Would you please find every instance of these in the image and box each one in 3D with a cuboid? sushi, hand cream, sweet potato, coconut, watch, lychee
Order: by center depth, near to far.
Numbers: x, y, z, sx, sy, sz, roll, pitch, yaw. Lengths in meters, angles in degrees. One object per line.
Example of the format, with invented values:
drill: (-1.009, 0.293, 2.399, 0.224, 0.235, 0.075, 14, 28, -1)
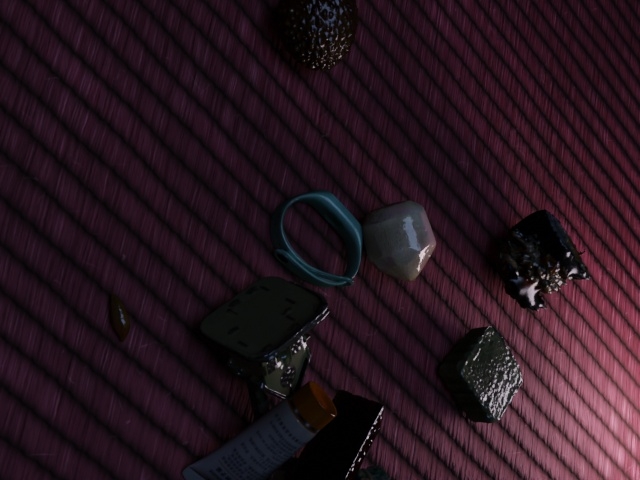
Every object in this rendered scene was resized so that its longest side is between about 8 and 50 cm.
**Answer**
sweet potato: (-0.380, 0.145, 1.618, 0.034, 0.034, 0.095, -16, 93, -36)
hand cream: (-0.107, 0.405, 1.655, 0.314, 0.089, 0.140, -38, 110, 5)
watch: (0.000, 0.000, 1.888, 0.237, 0.068, 0.195, 47, 60, -18)
lychee: (-0.008, -0.497, 1.901, 0.200, 0.200, 0.238, -17, 107, -36)
coconut: (0.182, 0.005, 1.960, 0.170, 0.171, 0.183, -18, 93, -36)
sushi: (0.552, 0.051, 2.199, 0.238, 0.218, 0.225, 46, 17, -4)

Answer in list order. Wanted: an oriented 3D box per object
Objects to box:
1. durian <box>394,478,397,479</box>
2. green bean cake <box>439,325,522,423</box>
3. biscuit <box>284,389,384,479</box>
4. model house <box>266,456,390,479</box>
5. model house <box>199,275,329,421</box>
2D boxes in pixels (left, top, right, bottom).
durian: (0.146, 0.606, 1.872, 0.224, 0.078, 0.140, -14, 90, -37)
green bean cake: (0.394, 0.325, 2.086, 0.185, 0.094, 0.183, -44, 106, -32)
biscuit: (0.010, 0.441, 1.655, 0.388, 0.107, 0.073, -52, 153, -49)
model house: (0.001, 0.556, 1.695, 0.237, 0.202, 0.237, 15, 69, -23)
model house: (-0.092, 0.249, 1.742, 0.218, 0.204, 0.279, -36, 132, -32)
